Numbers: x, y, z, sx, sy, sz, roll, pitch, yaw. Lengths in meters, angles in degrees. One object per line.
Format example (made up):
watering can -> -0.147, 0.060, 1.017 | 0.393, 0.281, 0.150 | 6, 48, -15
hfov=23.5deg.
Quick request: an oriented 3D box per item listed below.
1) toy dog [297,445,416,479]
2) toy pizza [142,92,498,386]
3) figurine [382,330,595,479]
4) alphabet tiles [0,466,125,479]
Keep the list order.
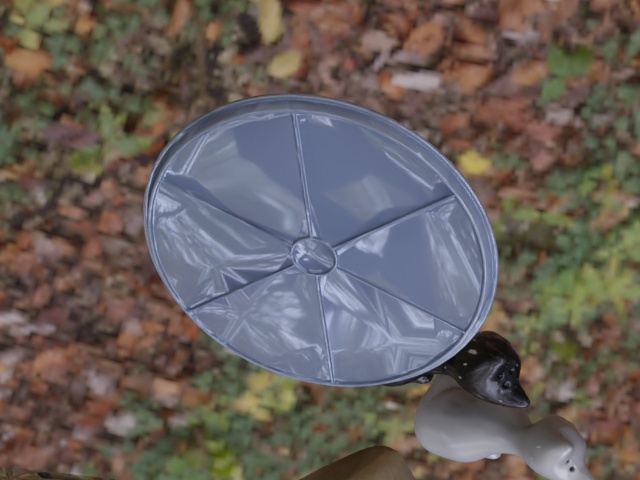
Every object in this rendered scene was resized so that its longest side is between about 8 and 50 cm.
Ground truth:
toy dog -> 0.000, 0.167, 0.383 | 0.220, 0.334, 0.161 | 45, 128, -13
toy pizza -> 0.000, 0.000, 0.853 | 0.201, 0.032, 0.201 | 9, 130, 11
figurine -> 0.151, 0.151, 1.467 | 0.209, 0.092, 0.215 | 14, 150, 54
alphabet tiles -> -0.121, 0.128, 0.630 | 0.342, 0.011, 0.285 | 9, -178, -16
